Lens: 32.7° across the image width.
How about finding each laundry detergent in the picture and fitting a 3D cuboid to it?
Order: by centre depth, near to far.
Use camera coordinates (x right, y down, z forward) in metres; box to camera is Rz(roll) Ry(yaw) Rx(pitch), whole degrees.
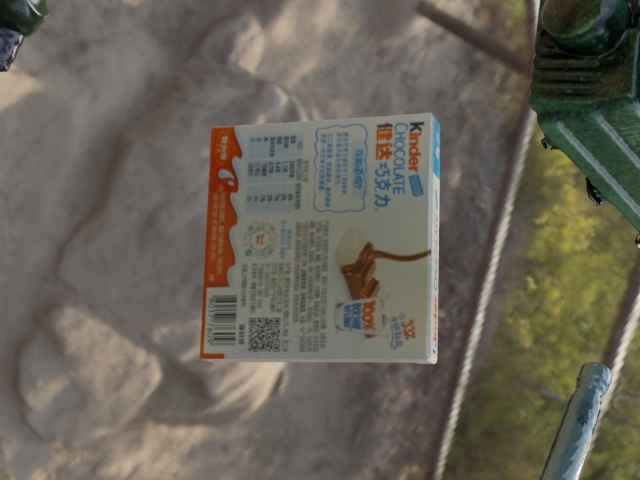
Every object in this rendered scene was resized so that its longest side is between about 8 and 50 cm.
[{"bbox_3d":[-0.283,-0.264,1.037,0.144,0.078,0.222,173,-64,-75],"label":"laundry detergent"}]

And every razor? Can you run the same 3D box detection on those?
[{"bbox_3d":[0.162,0.171,0.757,0.232,0.068,0.106,-55,139,-45],"label":"razor"}]

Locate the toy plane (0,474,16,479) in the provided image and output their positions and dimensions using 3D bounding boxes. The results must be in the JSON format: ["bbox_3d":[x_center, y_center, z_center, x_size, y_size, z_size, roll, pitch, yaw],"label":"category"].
[{"bbox_3d":[-0.123,0.191,0.510,0.108,0.286,0.092,-55,175,4],"label":"toy plane"}]

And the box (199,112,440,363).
[{"bbox_3d":[0.000,0.000,1.211,0.048,0.265,0.273,33,58,-68],"label":"box"}]

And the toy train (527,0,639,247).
[{"bbox_3d":[0.270,-0.083,0.733,0.330,0.178,0.138,33,61,-47],"label":"toy train"}]
